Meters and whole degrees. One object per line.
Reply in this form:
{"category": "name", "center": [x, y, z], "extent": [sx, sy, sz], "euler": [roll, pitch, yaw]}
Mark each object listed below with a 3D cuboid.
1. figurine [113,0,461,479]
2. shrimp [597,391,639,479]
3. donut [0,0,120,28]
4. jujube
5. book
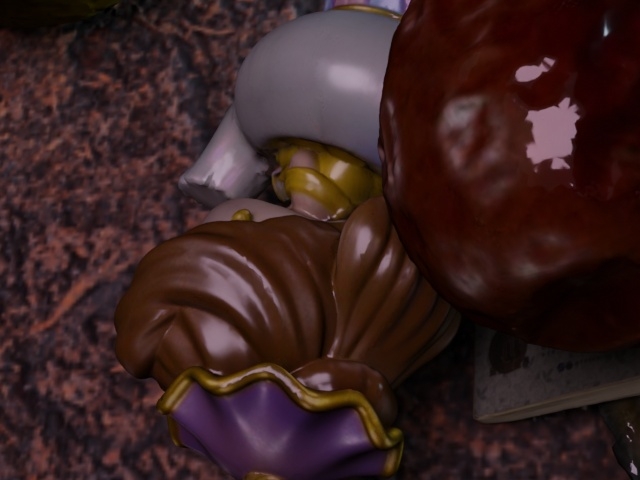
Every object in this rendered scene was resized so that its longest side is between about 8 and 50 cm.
{"category": "figurine", "center": [0.000, 0.000, 0.764], "extent": [0.189, 0.142, 0.263], "euler": [6, 65, 40]}
{"category": "shrimp", "center": [0.242, -0.034, 0.740], "extent": [0.272, 0.085, 0.445], "euler": [-19, 64, 17]}
{"category": "donut", "center": [-0.167, -0.244, 0.967], "extent": [0.272, 0.107, 0.272], "euler": [-6, 70, 17]}
{"category": "jujube", "center": [0.111, -0.071, 0.659], "extent": [0.168, 0.168, 0.236], "euler": [-1, 61, 19]}
{"category": "book", "center": [0.125, -0.018, 0.761], "extent": [0.138, 0.016, 0.199], "euler": [-21, 58, 46]}
